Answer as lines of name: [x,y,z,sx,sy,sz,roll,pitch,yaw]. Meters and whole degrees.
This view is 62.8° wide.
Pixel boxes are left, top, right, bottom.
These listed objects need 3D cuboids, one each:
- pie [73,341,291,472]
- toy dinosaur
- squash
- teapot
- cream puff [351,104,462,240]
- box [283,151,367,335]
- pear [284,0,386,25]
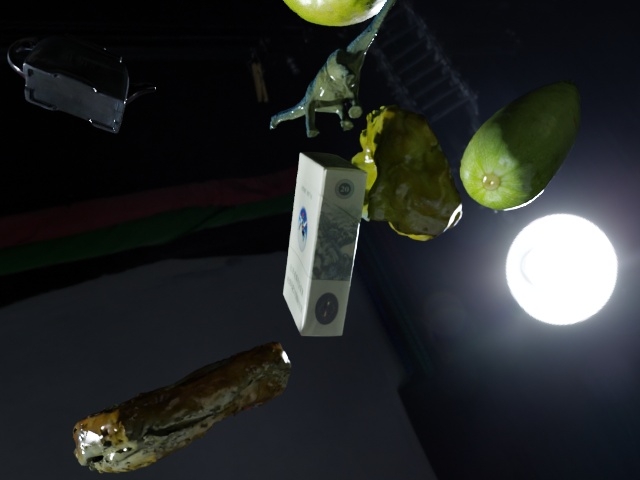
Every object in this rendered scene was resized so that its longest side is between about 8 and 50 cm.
pie: [-0.187,0.230,0.718,0.308,0.086,0.308,-22,-9,-3]
toy dinosaur: [0.027,-0.273,0.903,0.076,0.147,0.363,15,-42,-38]
squash: [0.297,-0.148,0.739,0.370,0.118,0.118,-41,-1,-45]
teapot: [-0.310,-0.220,0.690,0.177,0.096,0.087,18,-25,-20]
cream puff: [0.138,-0.116,0.963,0.185,0.282,0.282,-25,-16,13]
box: [0.001,0.000,0.830,0.069,0.257,0.164,3,16,-15]
pear: [0.055,-0.700,1.224,0.390,0.391,0.391,-23,-16,-7]
